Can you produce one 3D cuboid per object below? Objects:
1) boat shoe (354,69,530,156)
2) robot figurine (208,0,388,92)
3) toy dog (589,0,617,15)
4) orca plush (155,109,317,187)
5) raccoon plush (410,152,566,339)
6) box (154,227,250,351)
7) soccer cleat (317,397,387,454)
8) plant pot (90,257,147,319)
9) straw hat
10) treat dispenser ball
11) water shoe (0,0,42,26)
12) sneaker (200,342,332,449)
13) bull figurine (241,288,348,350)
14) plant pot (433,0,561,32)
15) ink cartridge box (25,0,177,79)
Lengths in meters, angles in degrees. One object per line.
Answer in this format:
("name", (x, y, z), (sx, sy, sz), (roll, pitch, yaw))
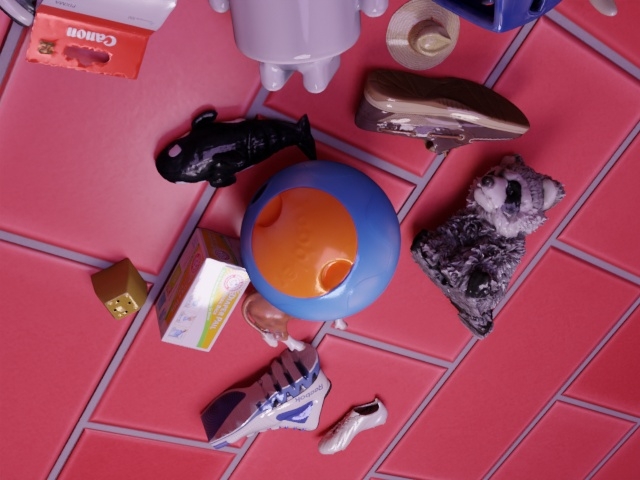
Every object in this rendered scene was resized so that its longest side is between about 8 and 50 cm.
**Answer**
("boat shoe", (0.225, -0.225, 1.351), (0.341, 0.123, 0.123), (4, 135, -22))
("robot figurine", (-0.043, -0.402, 1.071), (0.299, 0.200, 0.354), (4, 127, 12))
("toy dog", (0.540, -0.515, 1.077), (0.284, 0.408, 0.396), (8, 119, -24))
("orca plush", (-0.140, -0.141, 1.272), (0.287, 0.102, 0.151), (-2, 123, -19))
("raccoon plush", (0.372, 0.007, 1.562), (0.299, 0.216, 0.446), (-44, 157, -5))
("box", (-0.227, 0.096, 1.393), (0.103, 0.114, 0.203), (19, 113, -30))
("soccer cleat", (0.074, 0.455, 1.780), (0.196, 0.068, 0.076), (-28, 123, -9))
("plant pot", (-0.376, 0.100, 1.361), (0.081, 0.083, 0.081), (-27, 127, -2))
("straw hat", (0.193, -0.355, 1.276), (0.144, 0.061, 0.145), (-9, 124, -14))
("treat dispenser ball", (0.000, 0.000, 1.294), (0.288, 0.288, 0.288), (-10, 125, -14))
("water shoe", (-0.467, -0.397, 1.012), (0.080, 0.073, 0.203), (-49, 134, -7))
("sneaker", (-0.097, 0.387, 1.629), (0.315, 0.127, 0.182), (-35, 125, 3))
("bull figurine", (-0.010, 0.114, 1.493), (0.310, 0.101, 0.188), (-20, 129, -7))
("plant pot", (0.306, -0.486, 1.129), (0.212, 0.236, 0.236), (-18, 126, -16))
("ink cartridge box", (-0.315, -0.350, 1.069), (0.189, 0.066, 0.232), (1, 119, -41))
